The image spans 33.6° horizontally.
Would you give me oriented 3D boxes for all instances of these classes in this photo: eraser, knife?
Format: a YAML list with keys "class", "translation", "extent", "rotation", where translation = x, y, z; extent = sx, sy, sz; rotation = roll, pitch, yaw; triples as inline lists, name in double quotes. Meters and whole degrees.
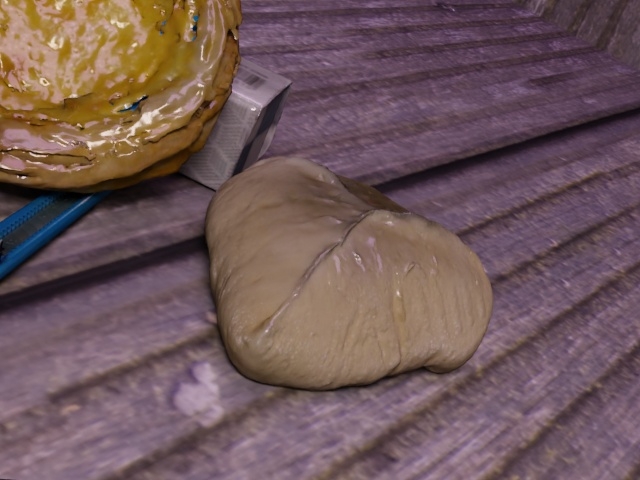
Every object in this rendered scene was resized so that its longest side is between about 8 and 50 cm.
- class: "eraser"
  translation: [-0.230, -0.174, 0.919]
  extent: [0.404, 0.096, 0.098]
  rotation: [26, 27, 5]
- class: "knife"
  translation: [-0.204, -0.003, 0.693]
  extent: [0.044, 0.026, 0.296]
  rotation: [15, 25, 9]

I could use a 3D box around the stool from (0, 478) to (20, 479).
- class: "stool"
  translation: [-0.088, 0.168, 0.316]
  extent: [0.228, 0.153, 0.139]
  rotation: [10, 29, -27]

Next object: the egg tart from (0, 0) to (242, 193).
- class: "egg tart"
  translation: [-0.197, -0.157, 0.796]
  extent: [0.291, 0.107, 0.290]
  rotation: [5, 71, -13]

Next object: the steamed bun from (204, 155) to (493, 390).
- class: "steamed bun"
  translation: [0.027, 0.013, 0.769]
  extent: [0.212, 0.110, 0.231]
  rotation: [13, 30, -22]
